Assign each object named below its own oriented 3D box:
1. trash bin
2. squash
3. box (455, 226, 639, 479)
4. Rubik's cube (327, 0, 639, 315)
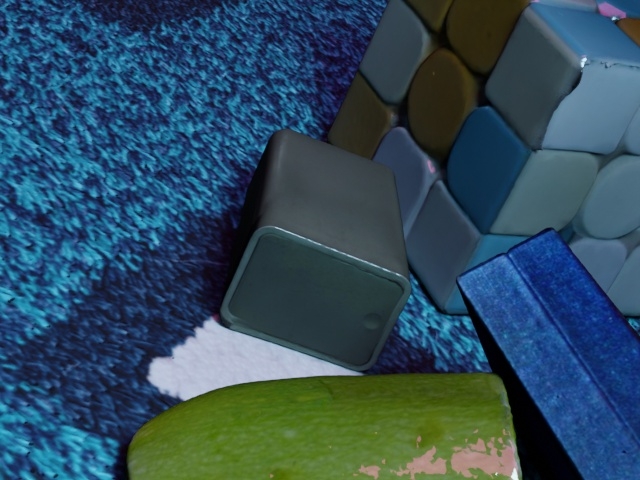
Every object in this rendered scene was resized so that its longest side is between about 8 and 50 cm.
[{"bbox_3d":[0.000,0.000,1.332,0.164,0.122,0.240,21,29,-9],"label":"trash bin"},{"bbox_3d":[0.006,0.221,1.056,0.308,0.210,0.234,-7,36,2],"label":"squash"},{"bbox_3d":[0.243,0.174,1.107,0.116,0.261,0.279,-28,45,1],"label":"box"},{"bbox_3d":[0.267,-0.144,1.520,0.346,0.347,0.344,5,38,-32],"label":"Rubik's cube"}]
